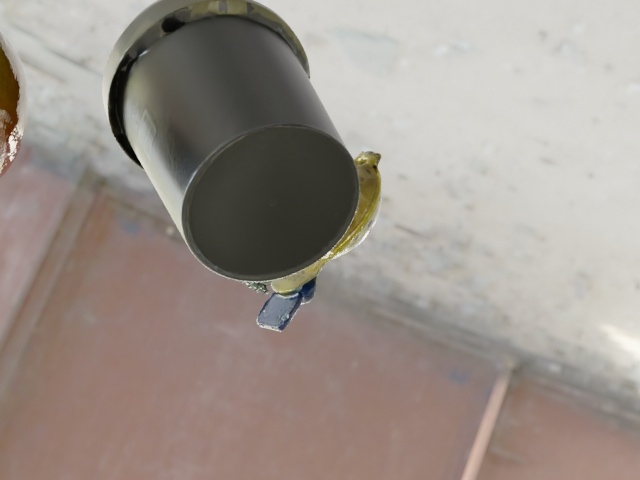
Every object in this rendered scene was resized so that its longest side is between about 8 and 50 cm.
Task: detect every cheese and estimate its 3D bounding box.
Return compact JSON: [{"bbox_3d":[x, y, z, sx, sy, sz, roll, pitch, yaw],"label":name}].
[{"bbox_3d":[0.000,0.000,2.080,0.064,0.250,0.156,38,168,-26],"label":"cheese"}]

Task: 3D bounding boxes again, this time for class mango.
[{"bbox_3d":[-0.348,-0.145,1.654,0.129,0.146,0.289,5,159,1],"label":"mango"}]

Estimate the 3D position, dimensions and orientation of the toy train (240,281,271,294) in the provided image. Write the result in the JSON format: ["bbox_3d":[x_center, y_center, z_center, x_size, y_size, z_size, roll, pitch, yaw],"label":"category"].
[{"bbox_3d":[-0.082,0.024,1.934,0.064,0.044,0.103,34,179,20],"label":"toy train"}]

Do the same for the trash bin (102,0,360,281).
[{"bbox_3d":[-0.095,-0.123,1.719,0.214,0.214,0.334,40,-170,-38],"label":"trash bin"}]
